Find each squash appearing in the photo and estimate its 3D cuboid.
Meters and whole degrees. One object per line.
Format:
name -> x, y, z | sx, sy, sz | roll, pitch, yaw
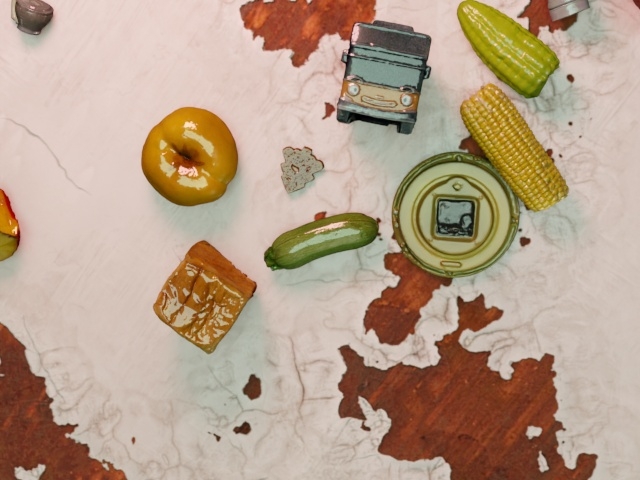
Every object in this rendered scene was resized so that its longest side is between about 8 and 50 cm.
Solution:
squash -> 0.000, 0.000, 1.669 | 0.219, 0.068, 0.077 | -20, 129, 7

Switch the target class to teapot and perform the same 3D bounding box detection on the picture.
teapot -> -0.525, -0.406, 1.650 | 0.088, 0.066, 0.057 | 35, 118, 20

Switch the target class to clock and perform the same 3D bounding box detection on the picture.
clock -> 0.245, -0.043, 1.656 | 0.237, 0.057, 0.236 | 1, 99, 4

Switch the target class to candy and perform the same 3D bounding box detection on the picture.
candy -> 0.318, -0.340, 1.591 | 0.209, 0.097, 0.096 | 43, 99, 2

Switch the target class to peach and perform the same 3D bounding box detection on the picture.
peach -> -0.630, -0.030, 1.680 | 0.151, 0.118, 0.151 | -12, 133, -13
peach -> -0.232, -0.148, 1.645 | 0.179, 0.103, 0.179 | 1, 98, 7

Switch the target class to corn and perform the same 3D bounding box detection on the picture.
corn -> 0.339, -0.161, 1.613 | 0.093, 0.093, 0.244 | -37, 95, 8

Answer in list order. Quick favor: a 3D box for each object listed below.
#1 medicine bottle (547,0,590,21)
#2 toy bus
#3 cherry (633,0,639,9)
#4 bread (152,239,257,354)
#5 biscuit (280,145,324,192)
medicine bottle -> 0.393, -0.487, 1.563 | 0.091, 0.090, 0.216 | -20, 97, 6
toy bus -> 0.104, -0.266, 1.520 | 0.139, 0.275, 0.167 | 11, 98, 2
cherry -> 0.625, -0.515, 1.462 | 0.326, 0.291, 0.334 | -30, 114, -3
bread -> -0.207, 0.101, 1.655 | 0.143, 0.158, 0.149 | 35, 95, -1
biscuit -> -0.040, -0.128, 1.680 | 0.082, 0.016, 0.092 | 21, 100, -5
